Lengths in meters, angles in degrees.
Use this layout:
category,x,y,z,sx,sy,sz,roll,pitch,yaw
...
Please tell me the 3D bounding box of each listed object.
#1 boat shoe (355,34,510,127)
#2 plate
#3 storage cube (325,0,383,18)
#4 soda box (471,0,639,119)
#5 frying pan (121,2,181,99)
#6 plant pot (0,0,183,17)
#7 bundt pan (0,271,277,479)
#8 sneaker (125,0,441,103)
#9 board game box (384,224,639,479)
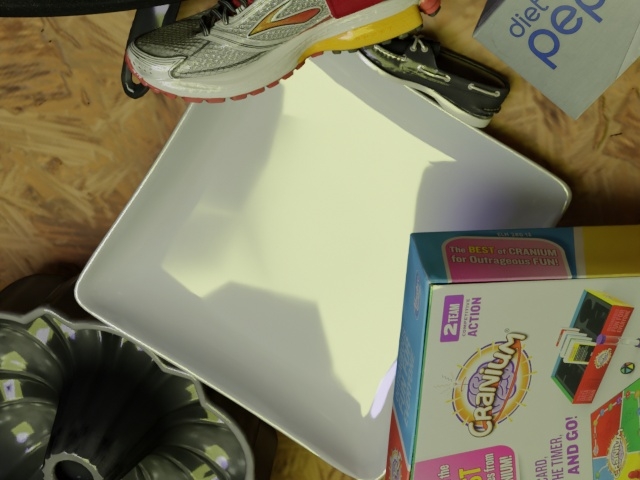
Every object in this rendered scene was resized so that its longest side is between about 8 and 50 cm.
category,x,y,z,sx,sy,sz,roll,pitch,yaw
boat shoe,0.078,-0.127,1.398,0.125,0.046,0.038,31,124,-7
plate,0.000,0.000,1.454,0.277,0.045,0.278,32,100,-4
storage cube,0.058,-0.280,1.189,0.193,0.215,0.184,-21,120,9
soda box,0.228,-0.215,1.269,0.098,0.091,0.286,38,124,-8
frying pan,-0.061,-0.248,1.364,0.197,0.053,0.326,4,124,15
plant pot,-0.211,-0.246,1.296,0.188,0.167,0.187,29,134,41
bundt pan,-0.181,0.161,1.607,0.330,0.124,0.331,9,123,14
sneaker,-0.032,-0.170,1.349,0.225,0.088,0.093,-23,128,-2
board game box,0.213,0.104,1.412,0.316,0.064,0.242,-2,123,-10
